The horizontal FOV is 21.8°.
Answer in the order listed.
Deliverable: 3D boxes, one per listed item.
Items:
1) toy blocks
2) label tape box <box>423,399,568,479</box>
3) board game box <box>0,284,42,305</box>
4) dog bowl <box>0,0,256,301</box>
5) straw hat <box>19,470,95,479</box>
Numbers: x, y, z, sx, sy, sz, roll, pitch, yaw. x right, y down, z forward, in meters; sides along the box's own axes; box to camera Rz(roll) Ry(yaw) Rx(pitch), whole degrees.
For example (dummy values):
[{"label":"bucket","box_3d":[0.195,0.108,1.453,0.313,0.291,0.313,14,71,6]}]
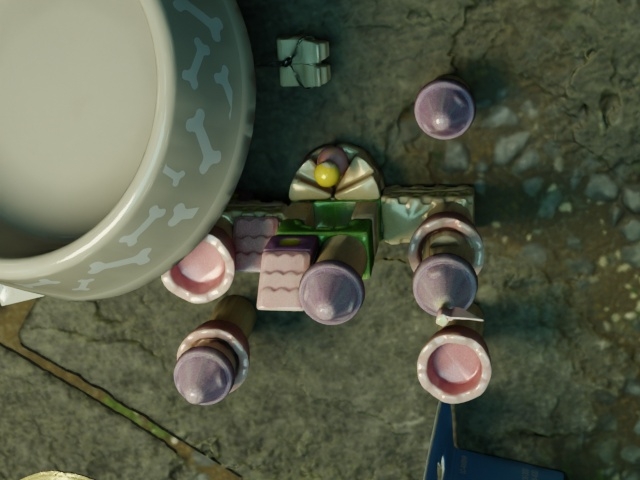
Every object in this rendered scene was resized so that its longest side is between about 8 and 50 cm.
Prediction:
[{"label":"toy blocks","box_3d":[0.000,0.000,1.408,0.288,0.260,0.309,1,109,9]},{"label":"label tape box","box_3d":[0.186,0.326,1.498,0.115,0.249,0.348,-10,107,12]},{"label":"board game box","box_3d":[-0.244,-0.006,1.565,0.154,0.026,0.103,-14,107,12]},{"label":"dog bowl","box_3d":[-0.230,-0.121,1.378,0.348,0.102,0.349,-1,89,25]},{"label":"straw hat","box_3d":[-0.260,0.304,1.656,0.144,0.061,0.145,2,108,7]}]
